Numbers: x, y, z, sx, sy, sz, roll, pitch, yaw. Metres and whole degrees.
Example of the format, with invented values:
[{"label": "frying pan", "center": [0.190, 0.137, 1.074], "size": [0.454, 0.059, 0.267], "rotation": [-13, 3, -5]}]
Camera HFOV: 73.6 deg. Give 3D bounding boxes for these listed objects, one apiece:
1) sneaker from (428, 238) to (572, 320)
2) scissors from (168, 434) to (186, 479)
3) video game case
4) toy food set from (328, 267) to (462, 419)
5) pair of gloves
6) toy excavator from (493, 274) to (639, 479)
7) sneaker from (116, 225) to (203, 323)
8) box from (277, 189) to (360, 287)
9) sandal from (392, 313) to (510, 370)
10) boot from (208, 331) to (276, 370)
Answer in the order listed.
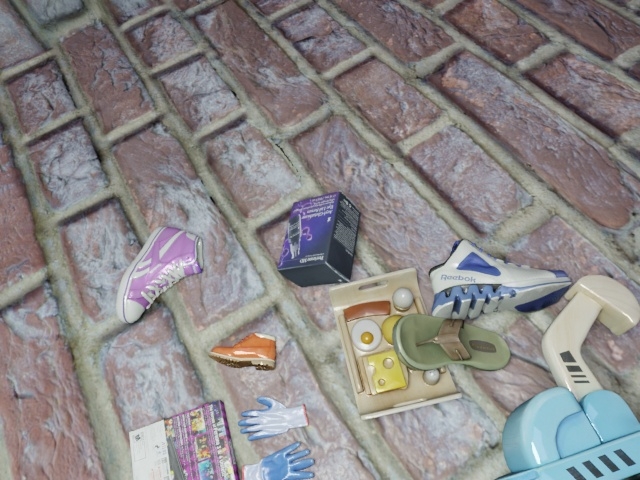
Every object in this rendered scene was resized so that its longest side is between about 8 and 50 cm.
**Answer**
[{"label": "sneaker", "center": [0.392, 0.074, 0.991], "size": [0.316, 0.127, 0.182], "rotation": [-7, 53, -4]}, {"label": "scissors", "center": [-0.251, 0.529, 0.837], "size": [0.109, 0.021, 0.297], "rotation": [-11, 55, -1]}, {"label": "video game case", "center": [-0.285, 0.486, 0.900], "size": [0.210, 0.041, 0.232], "rotation": [-20, 60, -4]}, {"label": "toy food set", "center": [0.158, 0.223, 0.962], "size": [0.220, 0.092, 0.306], "rotation": [-14, 60, -1]}, {"label": "pair of gloves", "center": [-0.098, 0.434, 0.918], "size": [0.159, 0.023, 0.198], "rotation": [-10, 61, 1]}, {"label": "toy excavator", "center": [0.480, 0.314, 0.797], "size": [0.433, 0.222, 0.445], "rotation": [-18, 60, -4]}, {"label": "sneaker", "center": [-0.401, 0.091, 1.105], "size": [0.161, 0.102, 0.282], "rotation": [13, 63, 10]}, {"label": "box", "center": [0.000, 0.000, 1.067], "size": [0.153, 0.108, 0.207], "rotation": [-12, 54, 34]}, {"label": "sandal", "center": [0.283, 0.205, 0.894], "size": [0.303, 0.086, 0.120], "rotation": [8, 57, -21]}, {"label": "boot", "center": [-0.181, 0.257, 1.011], "size": [0.158, 0.059, 0.084], "rotation": [5, 58, 0]}]
